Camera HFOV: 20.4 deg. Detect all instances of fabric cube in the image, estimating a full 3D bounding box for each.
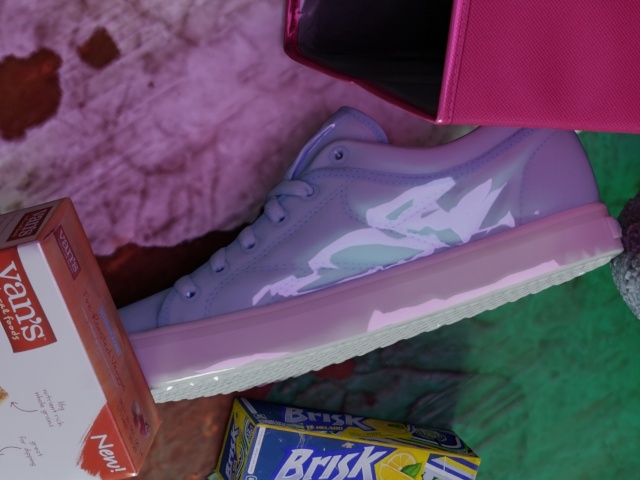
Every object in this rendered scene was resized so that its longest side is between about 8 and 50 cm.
[{"bbox_3d":[0.149,-0.206,1.041,0.258,0.259,0.254,1,104,-22],"label":"fabric cube"}]

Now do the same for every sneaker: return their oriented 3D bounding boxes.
[{"bbox_3d":[0.000,0.000,1.139,0.366,0.135,0.150,-17,80,-9],"label":"sneaker"}]

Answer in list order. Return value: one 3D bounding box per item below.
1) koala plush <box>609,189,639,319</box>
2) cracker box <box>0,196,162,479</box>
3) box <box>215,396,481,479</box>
[{"bbox_3d":[0.291,0.074,1.211,0.203,0.196,0.221,-14,119,-19],"label":"koala plush"},{"bbox_3d":[-0.229,0.080,1.039,0.232,0.067,0.156,-14,112,15],"label":"cracker box"},{"bbox_3d":[0.019,0.153,1.207,0.169,0.054,0.059,11,102,-22],"label":"box"}]
